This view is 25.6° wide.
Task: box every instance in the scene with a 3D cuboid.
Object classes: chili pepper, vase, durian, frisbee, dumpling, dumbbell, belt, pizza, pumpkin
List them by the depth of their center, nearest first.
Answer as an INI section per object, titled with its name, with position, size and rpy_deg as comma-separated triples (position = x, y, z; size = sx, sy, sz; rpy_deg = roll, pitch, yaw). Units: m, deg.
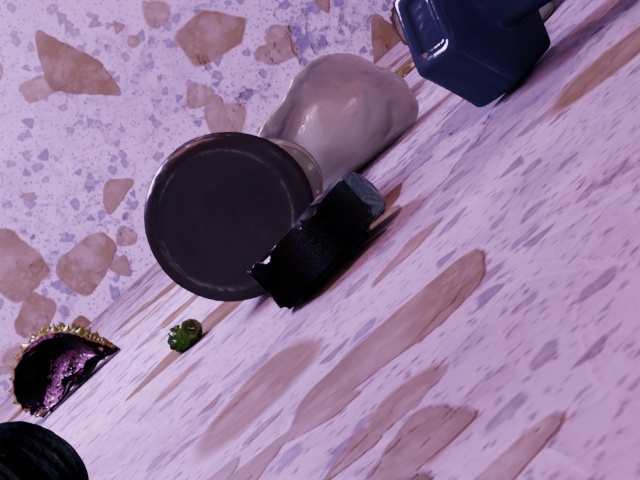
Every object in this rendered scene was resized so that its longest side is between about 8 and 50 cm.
[pumpkin]
position = -0.258, 0.213, 1.027
size = 0.194, 0.150, 0.194
rpy_deg = -59, -6, -10
[belt]
position = 0.000, 0.000, 1.239
size = 0.140, 0.058, 0.105
rpy_deg = -47, 2, -12
[dumbbell]
position = 0.207, -0.250, 1.257
size = 0.316, 0.143, 0.156
rpy_deg = -34, 11, 50
[vase]
position = -0.073, -0.045, 1.560
size = 0.173, 0.173, 0.321
rpy_deg = -41, 1, 12
[chili pepper]
position = -0.154, 0.109, 1.592
size = 0.030, 0.034, 0.091
rpy_deg = -9, -6, -20
[frisbee]
position = 0.230, -0.243, 1.652
size = 0.110, 0.014, 0.110
rpy_deg = -41, 6, 5
[dumpling]
position = 0.004, -0.142, 1.749
size = 0.229, 0.151, 0.124
rpy_deg = -39, 25, 6
[durian]
position = -0.427, 0.189, 2.266
size = 0.187, 0.119, 0.108
rpy_deg = -43, 10, 3
[pizza]
position = 0.158, -0.311, 2.532
size = 0.083, 0.016, 0.037
rpy_deg = -38, 5, 2

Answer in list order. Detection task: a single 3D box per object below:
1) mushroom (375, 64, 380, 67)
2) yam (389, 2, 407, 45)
[mushroom]
position = 0.067, -0.221, 2.123
size = 0.088, 0.097, 0.212
rpy_deg = -31, 8, 9
[yam]
position = 0.198, -0.347, 2.012
size = 0.128, 0.129, 0.238
rpy_deg = -37, 9, 33
